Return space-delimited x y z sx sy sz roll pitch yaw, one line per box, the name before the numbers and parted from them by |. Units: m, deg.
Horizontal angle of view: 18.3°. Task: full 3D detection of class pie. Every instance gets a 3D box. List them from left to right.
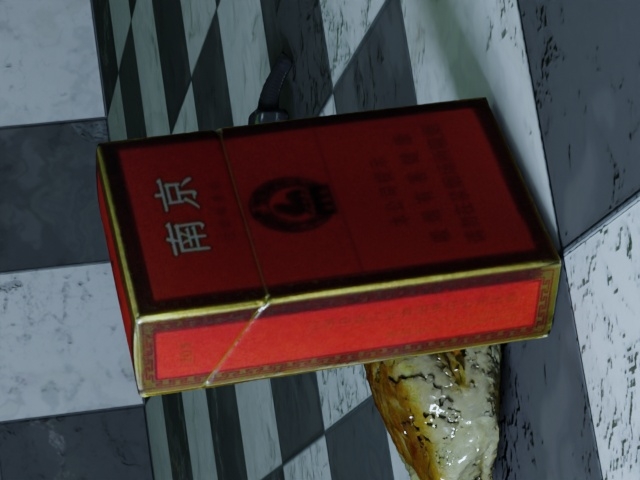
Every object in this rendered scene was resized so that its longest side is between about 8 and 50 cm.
pie | 0.069 0.092 1.271 0.193 0.079 0.163 -128 30 -70

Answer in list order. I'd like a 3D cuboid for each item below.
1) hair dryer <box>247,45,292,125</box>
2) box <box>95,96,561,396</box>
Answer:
hair dryer | -0.038 -0.047 1.724 0.235 0.091 0.271 140 128 -65
box | 0.000 -0.001 1.138 0.074 0.240 0.153 93 166 -47
